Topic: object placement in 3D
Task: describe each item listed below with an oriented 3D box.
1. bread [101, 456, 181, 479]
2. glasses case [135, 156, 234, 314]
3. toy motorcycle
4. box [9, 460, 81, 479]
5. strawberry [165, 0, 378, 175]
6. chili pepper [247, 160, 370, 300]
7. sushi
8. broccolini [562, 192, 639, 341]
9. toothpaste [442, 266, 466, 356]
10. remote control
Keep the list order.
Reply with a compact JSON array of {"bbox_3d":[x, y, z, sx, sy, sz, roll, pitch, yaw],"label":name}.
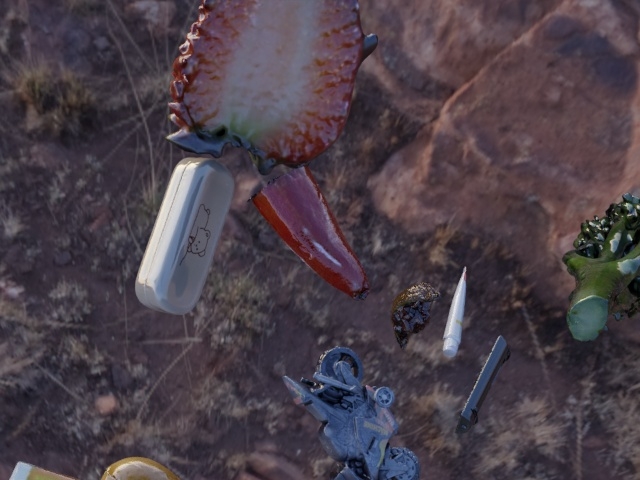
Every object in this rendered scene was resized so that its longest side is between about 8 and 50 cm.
[{"bbox_3d":[-0.277,0.433,1.475,0.189,0.077,0.114,35,65,-5],"label":"bread"},{"bbox_3d":[-0.165,-0.006,1.095,0.050,0.083,0.196,9,77,37],"label":"glasses case"},{"bbox_3d":[0.060,0.350,1.654,0.173,0.108,0.307,-31,87,-25],"label":"toy motorcycle"},{"bbox_3d":[-0.114,0.217,0.370,0.122,0.032,0.220,16,70,5],"label":"box"},{"bbox_3d":[-0.051,-0.238,1.071,0.234,0.306,0.137,14,26,-26],"label":"strawberry"},{"bbox_3d":[0.002,-0.001,1.014,0.088,0.065,0.169,-32,86,-33],"label":"chili pepper"},{"bbox_3d":[0.112,0.091,1.094,0.050,0.099,0.047,10,41,-8],"label":"sushi"},{"bbox_3d":[0.156,0.012,0.497,0.068,0.203,0.091,45,110,21],"label":"broccolini"},{"bbox_3d":[0.245,0.130,1.605,0.031,0.048,0.190,13,46,6],"label":"toothpaste"},{"bbox_3d":[0.131,0.116,0.713,0.016,0.034,0.091,24,48,16],"label":"remote control"}]
